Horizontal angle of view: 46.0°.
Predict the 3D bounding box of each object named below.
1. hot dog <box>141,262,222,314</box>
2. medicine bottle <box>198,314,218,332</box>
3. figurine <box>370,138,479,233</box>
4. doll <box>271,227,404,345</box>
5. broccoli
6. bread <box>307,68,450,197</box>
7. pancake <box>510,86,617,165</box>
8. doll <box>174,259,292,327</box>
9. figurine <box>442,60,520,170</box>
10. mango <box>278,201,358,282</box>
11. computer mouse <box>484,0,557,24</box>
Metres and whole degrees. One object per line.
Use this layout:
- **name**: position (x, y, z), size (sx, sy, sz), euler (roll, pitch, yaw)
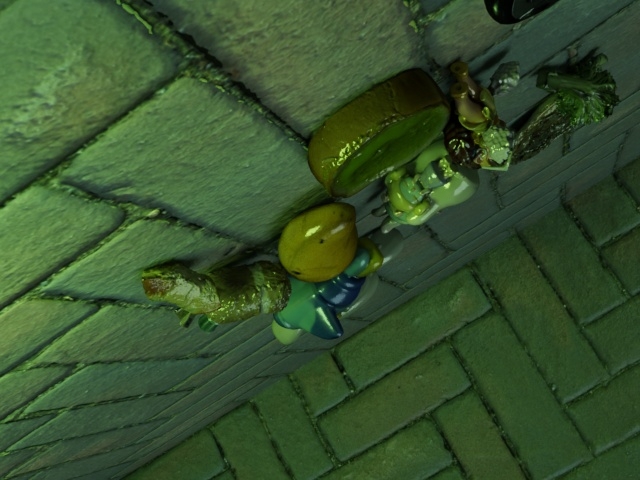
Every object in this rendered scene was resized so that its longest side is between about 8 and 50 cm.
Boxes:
- **hot dog**: position (-0.238, 0.074, 1.263), size (0.078, 0.061, 0.169), euler (-43, 137, 16)
- **medicine bottle**: position (-0.184, 0.124, 1.545), size (0.090, 0.053, 0.208), euler (-12, 155, -46)
- **figurine**: position (0.176, -0.084, 1.429), size (0.235, 0.127, 0.155), euler (-35, -177, 28)
- **doll**: position (0.016, 0.097, 1.659), size (0.376, 0.187, 0.365), euler (-59, 172, 1)
- **broccoli**: position (0.469, -0.286, 1.408), size (0.204, 0.118, 0.122), euler (6, 155, -41)
- **bread**: position (0.086, -0.153, 1.125), size (0.236, 0.070, 0.236), euler (-30, 166, -8)
- **pancake**: position (0.516, -0.262, 1.644), size (0.282, 0.049, 0.282), euler (-29, 165, -8)
- **doll**: position (-0.163, 0.099, 1.401), size (0.221, 0.105, 0.115), euler (-10, -179, -2)
- **figurine**: position (0.252, -0.193, 1.201), size (0.116, 0.174, 0.240), euler (6, 161, 14)
- **mango**: position (-0.002, -0.004, 1.385), size (0.157, 0.109, 0.262), euler (-16, 156, -15)
- **computer mouse**: position (0.264, -0.337, 0.815), size (0.233, 0.096, 0.137), euler (-36, 170, 7)
